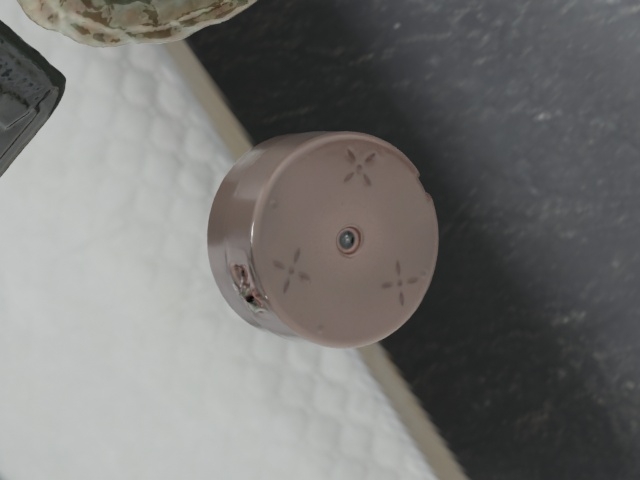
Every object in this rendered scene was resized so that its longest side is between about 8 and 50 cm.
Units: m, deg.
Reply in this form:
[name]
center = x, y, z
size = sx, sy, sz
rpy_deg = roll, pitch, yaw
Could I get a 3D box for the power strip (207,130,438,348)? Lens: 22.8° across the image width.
[power strip]
center = 0.000, 0.000, 1.104
size = 0.078, 0.154, 0.154
rpy_deg = 7, 127, 61

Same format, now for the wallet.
[wallet]
center = -0.326, -0.075, 1.326
size = 0.052, 0.245, 0.168
rpy_deg = 34, 173, 31

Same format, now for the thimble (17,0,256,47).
[thimble]
center = -0.114, -0.241, 1.092
size = 0.196, 0.229, 0.148
rpy_deg = 101, 155, -57
